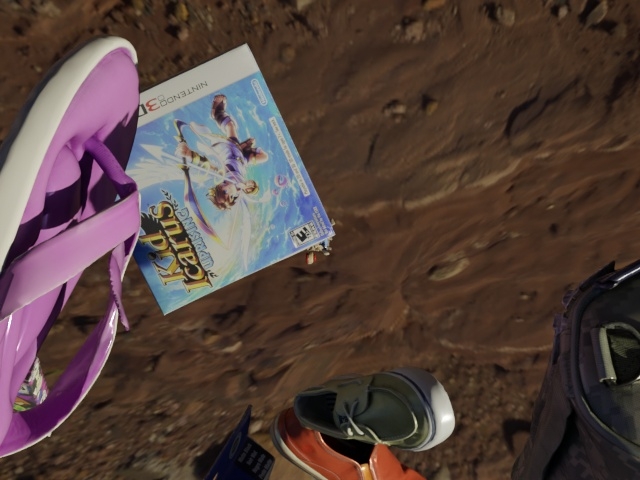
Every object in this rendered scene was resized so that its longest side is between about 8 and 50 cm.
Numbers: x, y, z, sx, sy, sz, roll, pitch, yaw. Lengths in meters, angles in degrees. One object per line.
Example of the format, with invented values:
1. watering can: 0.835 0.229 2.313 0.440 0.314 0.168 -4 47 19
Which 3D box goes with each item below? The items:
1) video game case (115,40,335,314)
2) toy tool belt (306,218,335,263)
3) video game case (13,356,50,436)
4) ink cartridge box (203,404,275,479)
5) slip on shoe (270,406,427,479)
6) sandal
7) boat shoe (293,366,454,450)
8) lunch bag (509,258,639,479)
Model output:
1. video game case: -0.147 -0.077 1.331 0.244 0.061 0.269 -25 103 0
2. toy tool belt: 0.000 0.000 1.850 0.051 0.052 0.083 0 69 0
3. video game case: -0.484 0.192 1.425 0.232 0.210 0.041 11 60 -1
4. ink cartridge box: -0.113 0.317 1.080 0.045 0.223 0.224 22 128 9
5. slip on shoe: 0.072 0.363 1.729 0.331 0.123 0.101 36 125 -22
6. sandal: -0.167 0.055 0.639 0.102 0.169 0.416 17 58 2
7. boat shoe: 0.064 0.227 1.381 0.094 0.302 0.109 -14 89 -27
8. lunch bag: 0.264 0.132 0.697 0.256 0.305 0.212 -4 57 -2
